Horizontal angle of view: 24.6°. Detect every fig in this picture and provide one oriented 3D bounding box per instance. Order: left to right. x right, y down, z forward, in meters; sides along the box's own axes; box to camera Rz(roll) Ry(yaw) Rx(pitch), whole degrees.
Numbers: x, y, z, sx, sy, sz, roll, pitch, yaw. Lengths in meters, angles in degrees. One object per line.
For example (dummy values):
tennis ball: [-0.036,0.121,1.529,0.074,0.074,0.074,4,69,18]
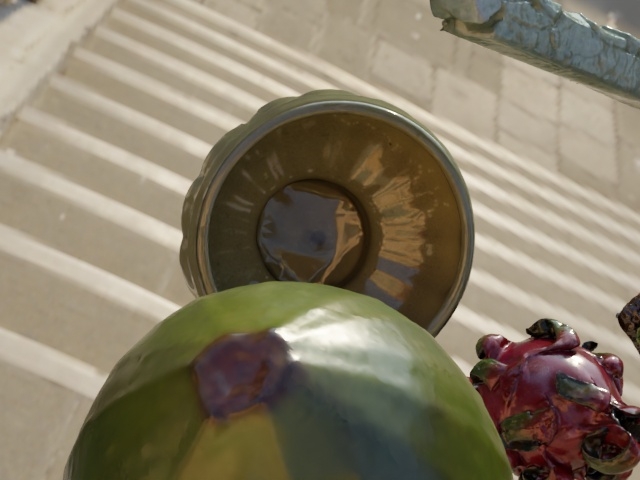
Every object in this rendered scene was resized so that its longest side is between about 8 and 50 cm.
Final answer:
fig: [-0.027,0.156,0.907,0.316,0.316,0.316,19,36,-15]

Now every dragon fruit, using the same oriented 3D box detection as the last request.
dragon fruit: [0.284,0.215,1.735,0.218,0.198,0.273,-12,41,-33]

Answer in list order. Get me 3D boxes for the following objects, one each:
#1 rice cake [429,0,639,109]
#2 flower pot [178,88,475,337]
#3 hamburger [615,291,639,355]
rice cake: [0.229,-0.173,1.322,0.336,0.063,0.066,11,0,-42]
flower pot: [0.000,0.000,1.532,0.308,0.307,0.244,24,-1,-9]
hamburger: [0.320,0.061,1.093,0.137,0.166,0.087,57,-5,-5]
